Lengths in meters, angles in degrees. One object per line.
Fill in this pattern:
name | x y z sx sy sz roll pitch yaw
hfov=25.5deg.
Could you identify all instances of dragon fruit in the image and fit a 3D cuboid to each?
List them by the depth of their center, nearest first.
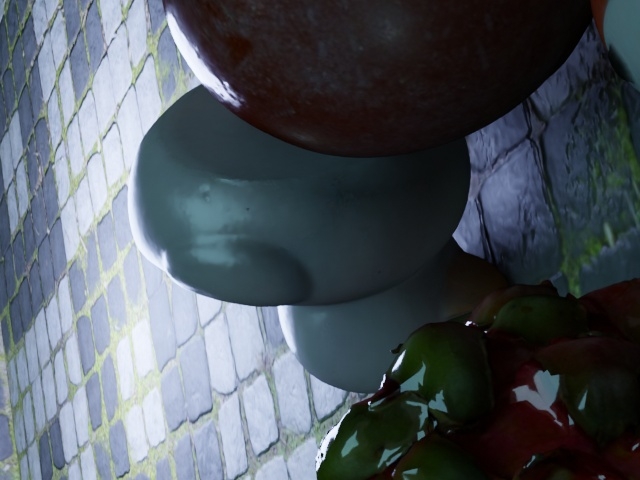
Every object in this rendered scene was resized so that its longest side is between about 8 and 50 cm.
dragon fruit | 0.117 0.126 0.647 0.303 0.231 0.237 -47 -32 -63

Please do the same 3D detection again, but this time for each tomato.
tomato | 0.044 -0.168 0.770 0.270 0.227 0.270 -56 3 4

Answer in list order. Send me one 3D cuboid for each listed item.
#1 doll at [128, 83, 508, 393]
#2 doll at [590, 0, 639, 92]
doll | 0.000 0.000 0.931 0.221 0.251 0.221 6 -90 -75
doll | 0.182 -0.120 0.600 0.290 0.130 0.161 68 159 7
